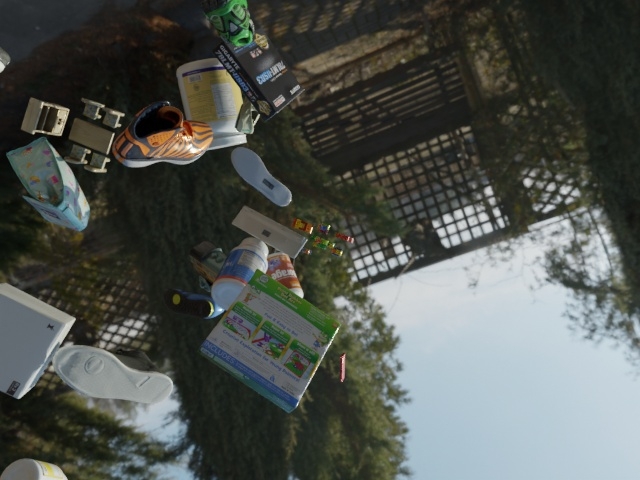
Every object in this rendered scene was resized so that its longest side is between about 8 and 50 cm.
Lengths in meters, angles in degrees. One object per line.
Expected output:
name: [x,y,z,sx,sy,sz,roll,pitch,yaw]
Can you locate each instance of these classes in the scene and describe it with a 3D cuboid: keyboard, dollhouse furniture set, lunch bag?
keyboard: [-0.158,-0.029,1.597,0.072,0.256,0.014,-58,153,-7]
dollhouse furniture set: [-0.808,-0.363,1.728,0.242,0.212,0.161,22,-171,1]
lunch bag: [-0.882,-0.165,1.743,0.160,0.262,0.223,-30,165,-16]

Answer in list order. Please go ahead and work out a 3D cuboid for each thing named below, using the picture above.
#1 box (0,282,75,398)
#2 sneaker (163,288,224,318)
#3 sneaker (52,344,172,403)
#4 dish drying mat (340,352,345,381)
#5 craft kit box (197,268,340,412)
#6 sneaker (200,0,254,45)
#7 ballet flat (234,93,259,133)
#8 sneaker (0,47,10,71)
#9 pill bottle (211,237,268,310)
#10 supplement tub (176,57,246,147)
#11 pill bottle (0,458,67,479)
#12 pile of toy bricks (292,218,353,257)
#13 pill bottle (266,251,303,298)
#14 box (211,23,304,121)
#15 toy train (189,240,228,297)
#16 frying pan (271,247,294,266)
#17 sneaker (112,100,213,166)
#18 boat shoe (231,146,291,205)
box: [-0.671,0.212,1.145,0.181,0.182,0.119,-61,-167,-9]
sneaker: [-0.389,0.194,1.621,0.209,0.069,0.082,11,-177,27]
sneaker: [-0.512,0.307,1.269,0.296,0.104,0.147,32,170,-39]
dish drying mat: [0.068,0.385,1.603,0.008,0.083,0.032,5,-166,19]
craft kit box: [-0.112,0.225,1.228,0.246,0.250,0.061,-56,180,-37]
sneaker: [-0.264,-0.636,1.549,0.134,0.146,0.343,-24,-159,7]
ballet flat: [-0.258,-0.497,1.946,0.086,0.248,0.086,5,154,3]
sneaker: [-1.058,-0.411,1.425,0.447,0.257,0.169,0,162,15]
pill bottle: [-0.224,0.092,1.532,0.124,0.124,0.221,-20,-151,25]
supplement tub: [-0.432,-0.544,2.136,0.241,0.331,0.241,-10,-170,2]
pill bottle: [-0.711,0.611,1.325,0.103,0.103,0.184,-21,152,-10]
pile of toy bricks: [0.000,0.000,1.791,0.212,0.118,0.105,20,180,-5]
pill bottle: [-0.131,0.159,1.804,0.121,0.216,0.121,-20,157,-9]
box: [-0.210,-0.604,1.886,0.073,0.293,0.295,-29,-163,33]
toy train: [-0.370,0.134,2.000,0.142,0.190,0.334,-34,-136,-28]
frying pan: [-0.154,0.062,2.011,0.053,0.326,0.197,27,151,-29]
sneaker: [-0.390,-0.294,1.437,0.180,0.124,0.321,-34,178,42]
boat shoe: [-0.113,-0.114,0.972,0.049,0.142,0.040,-51,-157,-14]
